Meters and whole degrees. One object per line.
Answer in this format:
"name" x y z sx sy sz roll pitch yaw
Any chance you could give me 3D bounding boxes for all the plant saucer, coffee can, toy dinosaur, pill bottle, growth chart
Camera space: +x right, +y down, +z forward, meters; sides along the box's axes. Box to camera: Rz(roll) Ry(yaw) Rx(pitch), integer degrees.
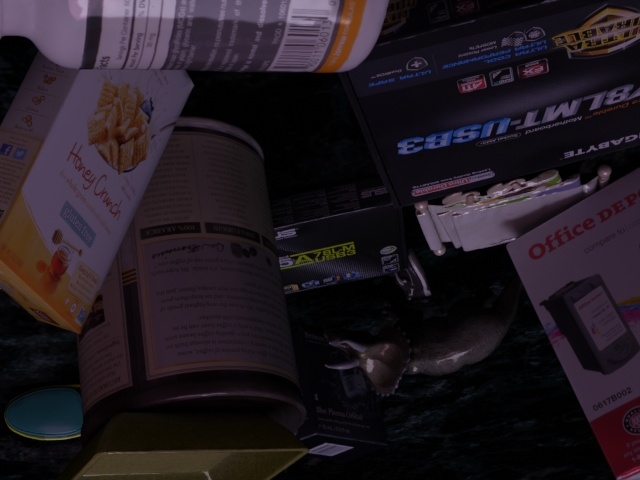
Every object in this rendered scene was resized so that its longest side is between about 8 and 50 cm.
"plant saucer" -0.134 0.193 1.020 0.188 0.045 0.188 5 150 -29
"coffee can" -0.132 0.050 1.101 0.201 0.275 0.201 -8 155 -4
"toy dinosaur" 0.164 0.125 1.498 0.313 0.121 0.160 -11 -161 3
"pill bottle" -0.104 -0.189 0.752 0.278 0.162 0.162 -1 153 -17
"growth chart" 0.227 -0.034 1.357 0.237 0.021 0.172 -11 154 1

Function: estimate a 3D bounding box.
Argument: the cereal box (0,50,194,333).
"cereal box" -0.182 -0.068 0.898 0.047 0.240 0.173 16 161 17

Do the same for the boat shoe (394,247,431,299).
"boat shoe" 0.110 0.045 1.452 0.038 0.046 0.125 -18 162 6

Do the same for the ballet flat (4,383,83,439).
"ballet flat" -0.325 0.236 1.657 0.231 0.077 0.077 -10 171 -4

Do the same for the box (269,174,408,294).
"box" 0.000 0.000 1.316 0.191 0.045 0.184 -11 157 1

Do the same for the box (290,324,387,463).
"box" 0.000 0.216 1.629 0.093 0.158 0.156 -28 150 34

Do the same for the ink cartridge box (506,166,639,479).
"ink cartridge box" 0.376 0.092 1.304 0.226 0.306 0.131 -32 152 18

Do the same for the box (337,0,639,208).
"box" 0.176 -0.149 1.047 0.295 0.073 0.293 -13 154 8
